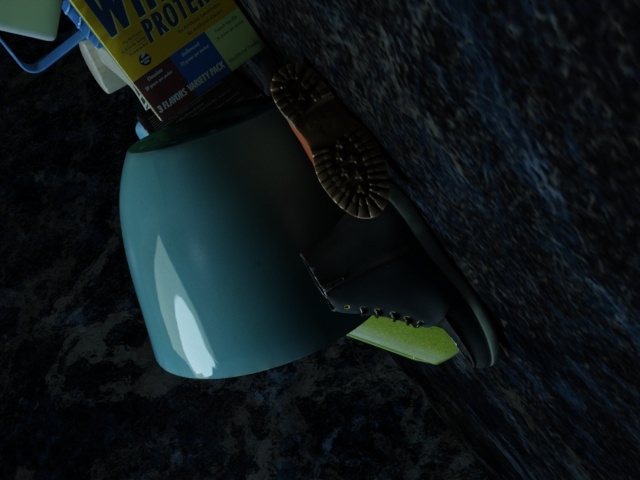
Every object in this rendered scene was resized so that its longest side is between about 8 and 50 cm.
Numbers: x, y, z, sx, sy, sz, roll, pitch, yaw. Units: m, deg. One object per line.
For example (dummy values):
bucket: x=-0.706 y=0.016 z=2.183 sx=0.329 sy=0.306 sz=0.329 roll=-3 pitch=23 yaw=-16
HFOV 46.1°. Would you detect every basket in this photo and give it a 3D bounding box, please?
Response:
basket: x=-0.494 y=-0.462 z=1.408 sx=0.201 sy=0.289 sz=0.254 roll=51 pitch=175 yaw=24

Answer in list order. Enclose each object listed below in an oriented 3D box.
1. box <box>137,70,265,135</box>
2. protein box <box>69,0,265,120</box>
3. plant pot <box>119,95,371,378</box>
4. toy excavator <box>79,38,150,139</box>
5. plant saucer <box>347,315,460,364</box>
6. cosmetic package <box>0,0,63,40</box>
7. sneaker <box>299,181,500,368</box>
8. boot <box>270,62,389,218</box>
box: x=-0.149 y=-0.145 z=1.157 sx=0.168 sy=0.167 sz=0.203 roll=55 pitch=175 yaw=-37
protein box: x=-0.185 y=-0.255 z=0.834 sx=0.199 sy=0.136 sz=0.201 roll=54 pitch=176 yaw=-17
plant pot: x=-0.089 y=-0.025 z=0.848 sx=0.293 sy=0.293 sz=0.235 roll=-138 pitch=29 yaw=-69
toy excavator: x=-0.293 y=-0.233 z=1.495 sx=0.433 sy=0.222 sz=0.445 roll=16 pitch=136 yaw=63
plant saucer: x=0.085 y=0.118 z=0.983 sx=0.189 sy=0.045 sz=0.188 roll=19 pitch=172 yaw=-1
cosmetic package: x=-0.472 y=-0.329 z=0.735 sx=0.230 sy=0.161 sz=0.453 roll=19 pitch=-169 yaw=13
sneaker: x=0.079 y=0.061 z=0.741 sx=0.222 sy=0.118 sz=0.083 roll=53 pitch=176 yaw=-14
boot: x=0.016 y=-0.083 z=0.687 sx=0.158 sy=0.059 sz=0.084 roll=60 pitch=-179 yaw=16
